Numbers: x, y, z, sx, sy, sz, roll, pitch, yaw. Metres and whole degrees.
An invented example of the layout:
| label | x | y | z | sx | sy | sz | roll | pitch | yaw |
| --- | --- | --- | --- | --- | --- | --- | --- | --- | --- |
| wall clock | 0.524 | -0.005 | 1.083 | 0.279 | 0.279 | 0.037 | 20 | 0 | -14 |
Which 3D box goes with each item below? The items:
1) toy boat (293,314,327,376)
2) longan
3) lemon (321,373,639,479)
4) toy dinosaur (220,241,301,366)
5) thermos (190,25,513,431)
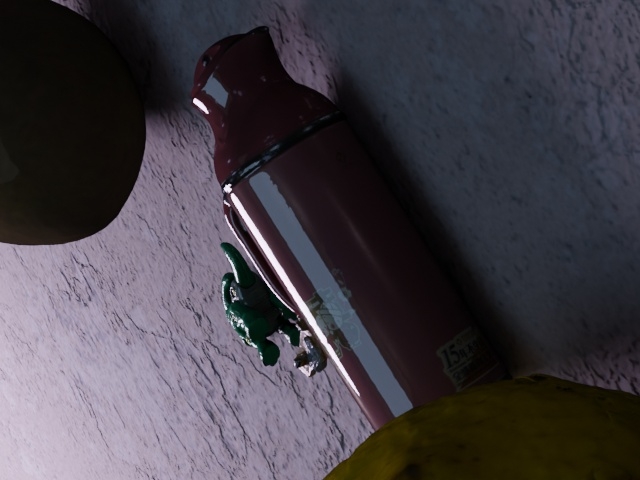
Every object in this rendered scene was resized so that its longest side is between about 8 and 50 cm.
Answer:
| label | x | y | z | sx | sy | sz | roll | pitch | yaw |
| --- | --- | --- | --- | --- | --- | --- | --- | --- | --- |
| toy boat | 0.000 | 0.059 | 1.222 | 0.047 | 0.049 | 0.149 | 43 | 146 | 25 |
| longan | -0.268 | -0.097 | 1.320 | 0.248 | 0.248 | 0.248 | 36 | 142 | 34 |
| lemon | 0.144 | 0.269 | 0.897 | 0.350 | 0.350 | 0.387 | 13 | 146 | 51 |
| toy dinosaur | -0.063 | 0.056 | 1.311 | 0.096 | 0.059 | 0.132 | 34 | 149 | 46 |
| thermos | 0.007 | -0.005 | 1.104 | 0.330 | 0.109 | 0.136 | 58 | 170 | 3 |
